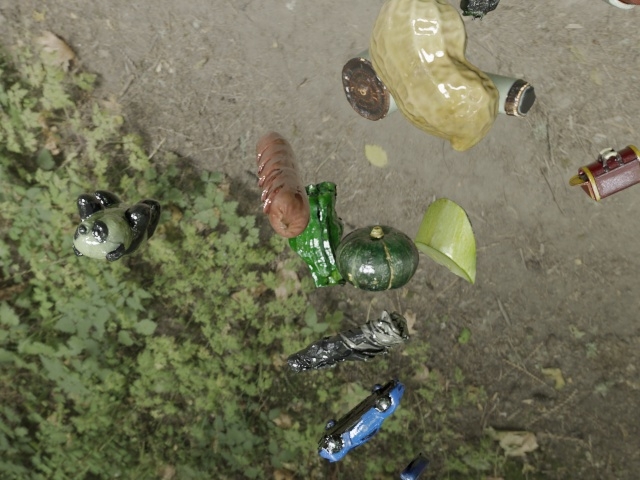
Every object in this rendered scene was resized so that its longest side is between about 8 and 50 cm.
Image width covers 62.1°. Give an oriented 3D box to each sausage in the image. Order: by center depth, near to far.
[{"bbox_3d":[-0.073,-0.111,0.974,0.088,0.433,0.087,-4,119,-7],"label":"sausage"}]

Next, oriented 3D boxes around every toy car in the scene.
[{"bbox_3d":[0.086,0.359,1.060,0.216,0.103,0.063,-38,88,0],"label":"toy car"}]

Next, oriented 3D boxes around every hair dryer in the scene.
[{"bbox_3d":[0.228,-0.281,0.940,0.362,0.203,0.128,30,146,41],"label":"hair dryer"}]

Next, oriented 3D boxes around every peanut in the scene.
[{"bbox_3d":[0.155,-0.231,0.746,0.110,0.197,0.233,-28,91,-9],"label":"peanut"}]

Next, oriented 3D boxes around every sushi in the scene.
[{"bbox_3d":[0.397,-0.599,1.334,0.083,0.056,0.084,-7,133,-30],"label":"sushi"}]

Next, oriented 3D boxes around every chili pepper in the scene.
[{"bbox_3d":[-0.011,0.003,1.628,0.168,0.213,0.384,-3,121,15],"label":"chili pepper"}]

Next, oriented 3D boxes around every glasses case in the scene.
[{"bbox_3d":[0.210,0.497,1.168,0.034,0.083,0.023,25,128,33],"label":"glasses case"}]

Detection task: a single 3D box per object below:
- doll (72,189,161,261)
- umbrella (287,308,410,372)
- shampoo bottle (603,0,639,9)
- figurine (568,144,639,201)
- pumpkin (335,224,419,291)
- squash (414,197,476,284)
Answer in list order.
[{"bbox_3d":[-0.420,-0.028,1.095,0.144,0.234,0.135,10,96,-6],"label":"doll"},{"bbox_3d":[0.063,0.279,1.353,0.358,0.113,0.106,-27,67,30],"label":"umbrella"},{"bbox_3d":[0.539,-0.466,0.898,0.071,0.284,0.153,17,132,-11],"label":"shampoo bottle"},{"bbox_3d":[0.633,-0.157,1.182,0.154,0.082,0.098,-24,130,11],"label":"figurine"},{"bbox_3d":[0.130,0.039,1.218,0.190,0.190,0.146,16,104,7],"label":"pumpkin"},{"bbox_3d":[0.415,-0.010,1.690,0.237,0.204,0.155,32,82,33],"label":"squash"}]
